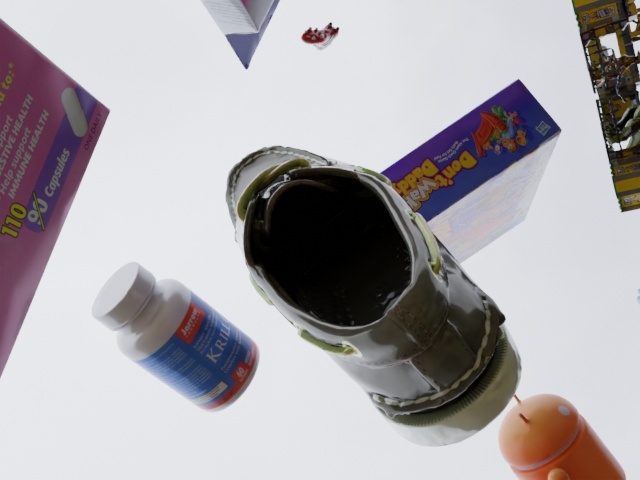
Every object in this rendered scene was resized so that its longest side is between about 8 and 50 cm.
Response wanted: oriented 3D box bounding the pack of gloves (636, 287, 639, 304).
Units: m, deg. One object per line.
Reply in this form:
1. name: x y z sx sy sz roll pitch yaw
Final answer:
1. pack of gloves: 0.492 0.164 0.988 0.046 0.232 0.195 -30 -65 -10

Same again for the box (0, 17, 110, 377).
1. box: -0.260 -0.040 0.400 0.243 0.117 0.214 44 -120 -60

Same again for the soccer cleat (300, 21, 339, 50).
1. soccer cleat: -0.002 -0.276 1.047 0.029 0.036 0.083 36 -142 12

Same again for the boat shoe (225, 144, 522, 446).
1. boat shoe: 0.004 -0.003 0.467 0.109 0.305 0.091 -41 -55 -2

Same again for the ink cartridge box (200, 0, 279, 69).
1. ink cartridge box: -0.048 -0.395 0.787 0.324 0.071 0.330 -67 -25 -14

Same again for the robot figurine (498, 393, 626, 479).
1. robot figurine: 0.335 0.306 1.056 0.219 0.128 0.158 52 -124 -5

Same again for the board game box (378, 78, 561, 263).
1. board game box: 0.165 -0.039 0.976 0.233 0.347 0.078 -34 -107 -1

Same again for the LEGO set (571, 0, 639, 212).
1. LEGO set: 0.434 -0.189 0.916 0.255 0.192 0.332 14 -114 -64

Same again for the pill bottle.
1. pill bottle: -0.198 0.130 1.041 0.221 0.124 0.124 43 -111 -30
